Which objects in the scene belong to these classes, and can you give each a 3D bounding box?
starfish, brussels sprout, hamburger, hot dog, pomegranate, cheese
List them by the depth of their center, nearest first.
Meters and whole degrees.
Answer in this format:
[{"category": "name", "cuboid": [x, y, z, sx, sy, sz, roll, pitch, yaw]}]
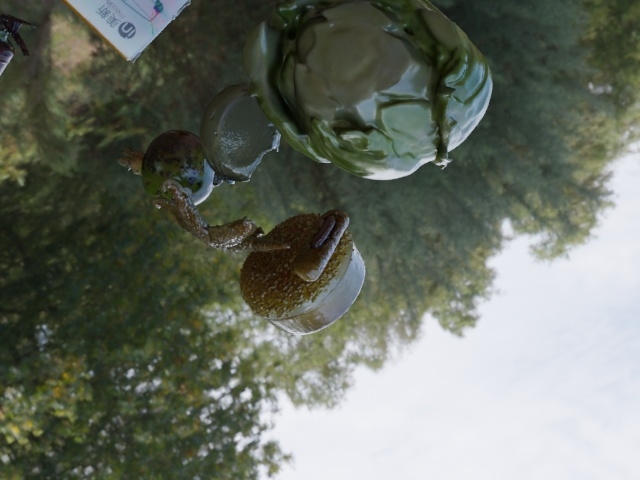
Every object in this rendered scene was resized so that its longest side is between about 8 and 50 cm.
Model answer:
[{"category": "brussels sprout", "cuboid": [0.095, -0.285, 1.507, 0.342, 0.425, 0.361, -63, 165, -6]}, {"category": "hot dog", "cuboid": [0.000, 0.000, 1.604, 0.066, 0.047, 0.216, 15, -140, 16]}, {"category": "cheese", "cuboid": [-0.168, -0.219, 1.681, 0.202, 0.175, 0.091, -67, -165, 0]}, {"category": "starfish", "cuboid": [-0.220, -0.029, 1.760, 0.375, 0.094, 0.327, 21, 174, 17]}, {"category": "hamburger", "cuboid": [-0.044, 0.072, 1.818, 0.302, 0.170, 0.302, -29, -145, 22]}, {"category": "pomegranate", "cuboid": [-0.367, -0.181, 1.971, 0.246, 0.198, 0.198, 22, -141, 29]}]

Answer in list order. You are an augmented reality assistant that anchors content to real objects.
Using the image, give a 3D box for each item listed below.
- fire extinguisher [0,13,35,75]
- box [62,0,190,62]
[{"category": "fire extinguisher", "cuboid": [-0.762, -0.381, 1.818, 0.337, 0.147, 0.106, -49, 168, 18]}, {"category": "box", "cuboid": [-0.291, -0.416, 1.101, 0.221, 0.274, 0.091, -43, -147, 2]}]
